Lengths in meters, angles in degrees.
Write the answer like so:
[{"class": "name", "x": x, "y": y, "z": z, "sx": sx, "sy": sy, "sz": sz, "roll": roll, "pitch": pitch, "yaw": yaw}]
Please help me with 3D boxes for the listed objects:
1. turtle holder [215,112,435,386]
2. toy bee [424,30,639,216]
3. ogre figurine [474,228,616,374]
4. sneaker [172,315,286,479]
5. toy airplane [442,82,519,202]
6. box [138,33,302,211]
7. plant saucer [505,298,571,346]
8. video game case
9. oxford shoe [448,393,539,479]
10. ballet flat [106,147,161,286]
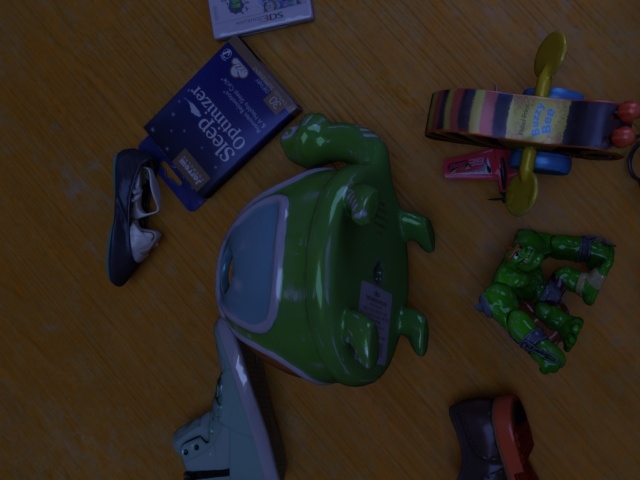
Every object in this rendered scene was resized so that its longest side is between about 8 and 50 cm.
[{"class": "turtle holder", "x": -0.008, "y": 0.010, "z": 0.710, "sx": 0.228, "sy": 0.243, "sz": 0.320, "roll": -2, "pitch": 104, "yaw": 30}, {"class": "toy bee", "x": 0.272, "y": -0.135, "z": 0.651, "sx": 0.299, "sy": 0.162, "sz": 0.195, "roll": -11, "pitch": 91, "yaw": 5}, {"class": "ogre figurine", "x": 0.266, "y": 0.057, "z": 0.706, "sx": 0.118, "sy": 0.097, "sz": 0.197, "roll": 25, "pitch": 78, "yaw": 24}, {"class": "sneaker", "x": -0.151, "y": 0.234, "z": 0.828, "sx": 0.151, "sy": 0.094, "sz": 0.255, "roll": -12, "pitch": 94, "yaw": 7}, {"class": "toy airplane", "x": 0.225, "y": -0.122, "z": 0.750, "sx": 0.151, "sy": 0.028, "sz": 0.151, "roll": 0, "pitch": 94, "yaw": 6}, {"class": "box", "x": -0.152, "y": -0.158, "z": 0.830, "sx": 0.225, "sy": 0.036, "sz": 0.136, "roll": -42, "pitch": 85, "yaw": 14}, {"class": "plant saucer", "x": 0.280, "y": 0.102, "z": 0.765, "sx": 0.084, "sy": 0.013, "sz": 0.083, "roll": 1, "pitch": 95, "yaw": 12}, {"class": "video game case", "x": -0.090, "y": -0.366, "z": 0.806, "sx": 0.143, "sy": 0.019, "sz": 0.157, "roll": -8, "pitch": 93, "yaw": 13}, {"class": "oxford shoe", "x": 0.234, "y": 0.336, "z": 0.766, "sx": 0.098, "sy": 0.097, "sz": 0.271, "roll": -12, "pitch": 86, "yaw": 31}, {"class": "ballet flat", "x": -0.265, "y": -0.031, "z": 0.850, "sx": 0.074, "sy": 0.074, "sz": 0.203, "roll": 5, "pitch": 94, "yaw": 12}]
